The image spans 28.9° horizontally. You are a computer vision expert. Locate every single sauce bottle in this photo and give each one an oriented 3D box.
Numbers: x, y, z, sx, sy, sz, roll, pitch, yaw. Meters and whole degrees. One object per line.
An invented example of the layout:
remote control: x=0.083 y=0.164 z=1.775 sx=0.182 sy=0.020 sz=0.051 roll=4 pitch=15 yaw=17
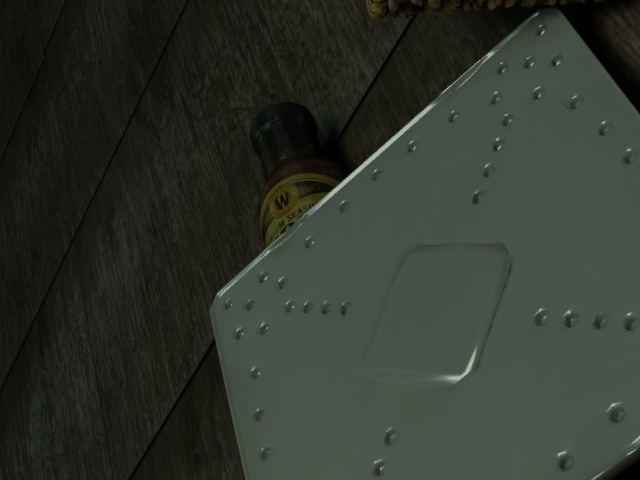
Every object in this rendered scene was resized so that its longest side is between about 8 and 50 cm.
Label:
sauce bottle: x=0.000 y=0.000 z=1.179 sx=0.111 sy=0.111 sz=0.344 roll=-58 pitch=36 yaw=31

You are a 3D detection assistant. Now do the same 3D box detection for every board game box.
board game box: x=0.097 y=0.062 z=0.895 sx=0.390 sy=0.050 sz=0.390 roll=-41 pitch=37 yaw=18

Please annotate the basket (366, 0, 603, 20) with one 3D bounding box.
basket: x=0.133 y=-0.337 z=0.963 sx=0.213 sy=0.223 sz=0.299 roll=-82 pitch=-14 yaw=-68
